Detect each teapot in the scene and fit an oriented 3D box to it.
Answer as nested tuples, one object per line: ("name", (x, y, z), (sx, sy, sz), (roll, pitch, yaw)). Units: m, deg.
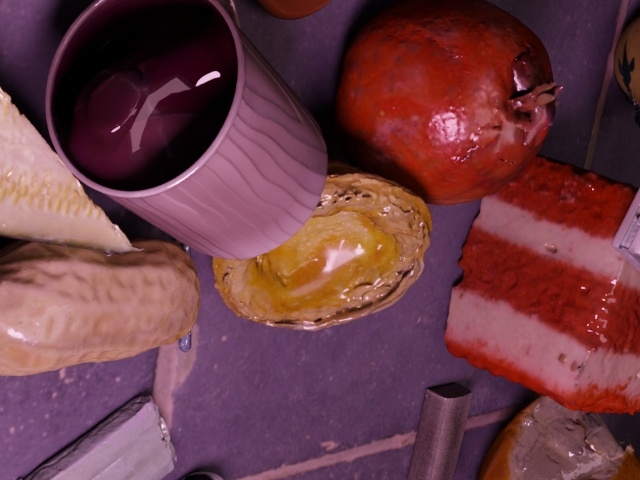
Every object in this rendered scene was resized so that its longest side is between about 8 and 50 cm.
("teapot", (0.521, -0.265, 2.187), (0.182, 0.173, 0.269), (102, -2, -70))

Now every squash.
("squash", (-0.281, -0.087, 1.427), (0.252, 0.093, 0.169), (11, 93, -40))

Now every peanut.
("peanut", (-0.246, 0.061, 1.519), (0.313, 0.152, 0.152), (-4, 110, -45))

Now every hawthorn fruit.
("hawthorn fruit", (0.170, -0.169, 1.736), (0.276, 0.307, 0.276), (-7, 102, -35))

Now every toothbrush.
("toothbrush", (-0.158, 0.030, 1.689), (0.019, 0.016, 0.219), (-19, 121, -39))

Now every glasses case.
("glasses case", (0.173, 0.316, 2.153), (0.071, 0.047, 0.205), (-5, 111, -47))

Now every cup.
("cup", (-0.141, -0.136, 1.486), (0.208, 0.288, 0.273), (-35, 154, 7))

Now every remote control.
("remote control", (0.482, 0.020, 1.928), (0.277, 0.055, 0.103), (35, 80, -47))

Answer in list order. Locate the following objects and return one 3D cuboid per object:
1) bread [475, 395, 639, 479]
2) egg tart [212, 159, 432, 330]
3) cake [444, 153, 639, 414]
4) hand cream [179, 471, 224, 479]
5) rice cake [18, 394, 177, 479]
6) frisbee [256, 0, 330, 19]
("bread", (0.378, 0.374, 2.259), (0.250, 0.225, 0.279), (-45, 144, -14))
("egg tart", (0.000, 0.000, 1.716), (0.288, 0.118, 0.288), (-11, 141, -9))
("cake", (0.368, 0.064, 2.073), (0.270, 0.269, 0.319), (16, 96, -48))
("hand cream", (-0.148, 0.427, 1.874), (0.109, 0.067, 0.321), (-31, 135, -35))
("rice cake", (-0.259, 0.273, 1.680), (0.211, 0.038, 0.124), (-40, 132, -28))
("frisbee", (0.000, -0.366, 1.630), (0.251, 0.021, 0.251), (-42, 147, -36))
